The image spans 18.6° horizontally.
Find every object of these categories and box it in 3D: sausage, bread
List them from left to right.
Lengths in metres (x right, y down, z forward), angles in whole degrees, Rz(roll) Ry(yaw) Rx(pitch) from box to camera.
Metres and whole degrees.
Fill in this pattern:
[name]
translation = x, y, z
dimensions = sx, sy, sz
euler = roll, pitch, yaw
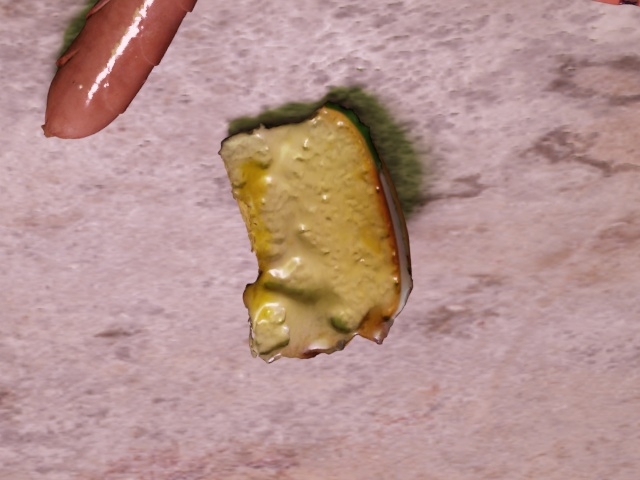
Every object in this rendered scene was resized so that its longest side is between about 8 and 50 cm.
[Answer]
[sausage]
translation = -0.147, -0.258, 1.834
dimensions = 0.088, 0.088, 0.433
euler = 29, 114, -11
[bread]
translation = 0.003, 0.008, 1.928
dimensions = 0.174, 0.133, 0.252
euler = -17, 70, 7

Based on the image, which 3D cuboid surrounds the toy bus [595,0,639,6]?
[toy bus]
translation = 0.234, -0.425, 1.674
dimensions = 0.233, 0.203, 0.427
euler = 4, 115, 6
